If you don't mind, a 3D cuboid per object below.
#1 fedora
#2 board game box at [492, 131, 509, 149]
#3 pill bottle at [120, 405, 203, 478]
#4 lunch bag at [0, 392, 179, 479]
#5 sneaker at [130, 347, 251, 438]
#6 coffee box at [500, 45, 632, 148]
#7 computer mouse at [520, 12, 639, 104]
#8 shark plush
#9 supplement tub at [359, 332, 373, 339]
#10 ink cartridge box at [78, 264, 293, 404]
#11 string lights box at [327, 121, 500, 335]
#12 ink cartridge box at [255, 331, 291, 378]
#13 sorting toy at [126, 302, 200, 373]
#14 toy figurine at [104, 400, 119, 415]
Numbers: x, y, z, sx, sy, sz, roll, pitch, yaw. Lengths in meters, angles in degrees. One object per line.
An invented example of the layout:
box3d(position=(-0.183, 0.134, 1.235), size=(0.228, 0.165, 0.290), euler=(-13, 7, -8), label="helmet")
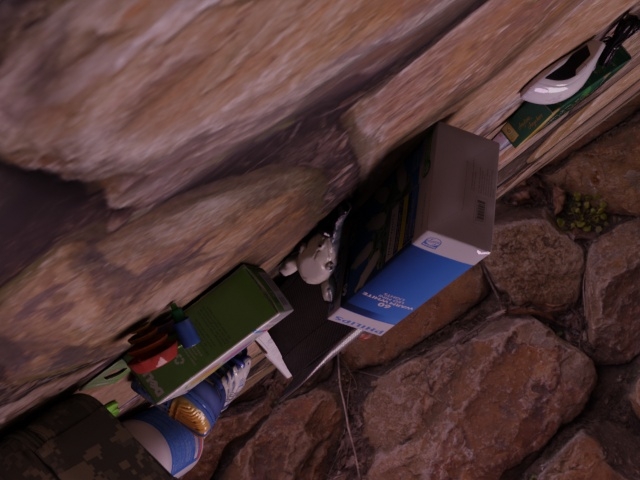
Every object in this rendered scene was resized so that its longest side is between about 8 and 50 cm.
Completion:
box3d(position=(0.015, 0.084, 1.281), size=(0.275, 0.124, 0.244), euler=(-37, 174, -9), label="fedora")
box3d(position=(0.299, -0.168, 1.474), size=(0.090, 0.020, 0.090), euler=(-34, 171, -26), label="board game box")
box3d(position=(-0.271, 0.328, 1.464), size=(0.124, 0.124, 0.221), euler=(-38, 173, 10), label="pill bottle")
box3d(position=(-0.249, 0.328, 0.878), size=(0.212, 0.305, 0.256), euler=(-46, 173, 36), label="lunch bag")
box3d(position=(-0.150, 0.165, 1.188), size=(0.131, 0.112, 0.296), euler=(-52, 179, -11), label="sneaker")
box3d(position=(0.351, -0.209, 1.375), size=(0.184, 0.040, 0.113), euler=(-34, 172, -28), label="coffee box")
box3d(position=(0.330, -0.217, 1.212), size=(0.193, 0.042, 0.106), euler=(-34, 174, -24), label="computer mouse")
box3d(position=(0.000, 0.000, 1.085), size=(0.067, 0.073, 0.161), euler=(-55, 162, -32), label="shark plush")
box3d(position=(0.096, 0.051, 1.463), size=(0.198, 0.106, 0.106), euler=(-50, 170, 17), label="supplement tub")
box3d(position=(-0.132, 0.111, 0.982), size=(0.209, 0.062, 0.109), euler=(-37, 174, 3), label="ink cartridge box")
box3d(position=(0.098, -0.003, 1.058), size=(0.260, 0.076, 0.133), euler=(132, -28, -57), label="string lights box")
box3d(position=(0.007, 0.091, 1.578), size=(0.275, 0.060, 0.239), euler=(-37, 148, -4), label="ink cartridge box")
box3d(position=(-0.145, 0.084, 0.874), size=(0.061, 0.042, 0.102), euler=(-23, -173, 9), label="sorting toy")
box3d(position=(-0.262, 0.307, 1.226), size=(0.130, 0.159, 0.173), euler=(-31, 170, -43), label="toy figurine")
